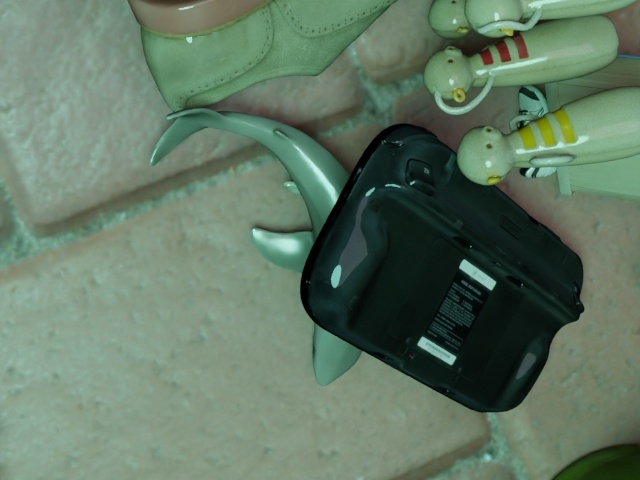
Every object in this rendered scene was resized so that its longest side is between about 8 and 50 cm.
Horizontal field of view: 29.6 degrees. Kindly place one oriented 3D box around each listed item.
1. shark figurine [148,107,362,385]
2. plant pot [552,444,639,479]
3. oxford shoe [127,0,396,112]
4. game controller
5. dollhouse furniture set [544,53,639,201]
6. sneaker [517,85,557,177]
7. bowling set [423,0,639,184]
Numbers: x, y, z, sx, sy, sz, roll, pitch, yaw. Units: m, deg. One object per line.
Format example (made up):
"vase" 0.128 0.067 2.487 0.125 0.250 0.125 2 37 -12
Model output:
"shark figurine" 0.000 -0.029 0.969 0.166 0.116 0.278 -40 112 -13
"plant pot" 0.325 0.314 0.961 0.366 0.353 0.367 -1 93 -16
"oxford shoe" 0.004 -0.214 0.993 0.348 0.123 0.130 -24 137 -20
"game controller" 0.109 0.035 0.974 0.319 0.067 0.166 33 93 -46
"dollhouse furniture set" 0.368 -0.133 1.099 0.303 0.198 0.286 -50 139 -35
"sneaker" 0.185 -0.095 1.069 0.037 0.032 0.083 -16 96 -14
"bowling set" 0.143 -0.193 0.904 0.154 0.287 0.200 -13 123 -1
